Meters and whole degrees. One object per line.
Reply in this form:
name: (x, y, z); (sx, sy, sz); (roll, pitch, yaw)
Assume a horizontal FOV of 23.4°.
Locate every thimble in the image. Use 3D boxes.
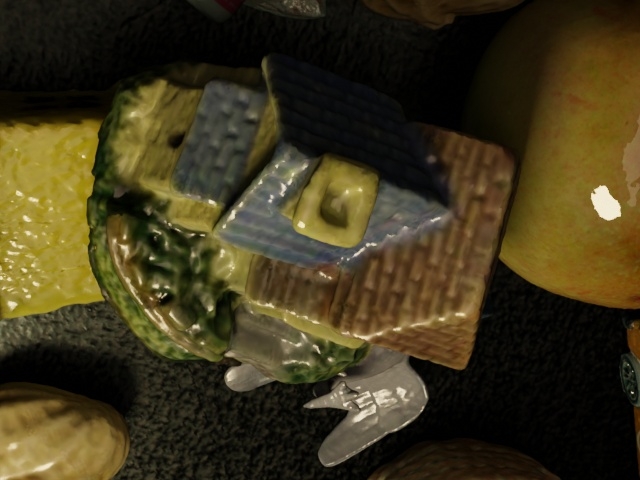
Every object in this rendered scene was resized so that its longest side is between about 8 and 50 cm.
thimble: (0.147, 0.303, 1.561); (0.229, 0.148, 0.196); (-26, 108, -5)

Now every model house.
model house: (0.000, 0.000, 1.260); (0.321, 0.266, 0.261); (20, 84, -33)
model house: (-0.188, -0.040, 1.373); (0.234, 0.175, 0.193); (-3, 105, -4)

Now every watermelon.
watermelon: (-0.025, -0.232, 1.406); (0.085, 0.061, 0.085); (-1, 101, -3)

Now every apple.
apple: (0.285, -0.086, 1.397); (0.319, 0.277, 0.319); (-3, 106, -11)

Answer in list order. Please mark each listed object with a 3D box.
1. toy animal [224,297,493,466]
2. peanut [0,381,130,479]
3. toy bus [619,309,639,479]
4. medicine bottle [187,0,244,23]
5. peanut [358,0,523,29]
toy animal: (0.037, 0.110, 1.518); (0.255, 0.176, 0.239); (-6, 108, 27)
peanut: (-0.318, 0.208, 1.459); (0.275, 0.111, 0.125); (-19, 105, -5)
toy bus: (0.414, 0.234, 1.562); (0.162, 0.194, 0.323); (-11, 108, -8)
medicine bottle: (-0.053, -0.300, 1.366); (0.090, 0.090, 0.216); (39, 95, -19)
peanut: (0.177, -0.292, 1.384); (0.325, 0.140, 0.153); (-19, 78, -5)
